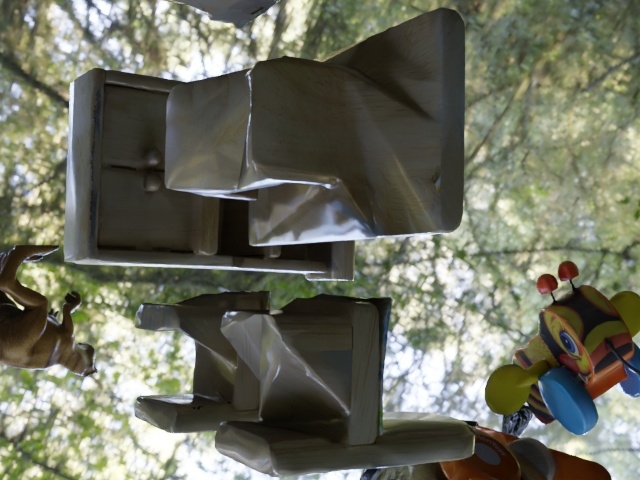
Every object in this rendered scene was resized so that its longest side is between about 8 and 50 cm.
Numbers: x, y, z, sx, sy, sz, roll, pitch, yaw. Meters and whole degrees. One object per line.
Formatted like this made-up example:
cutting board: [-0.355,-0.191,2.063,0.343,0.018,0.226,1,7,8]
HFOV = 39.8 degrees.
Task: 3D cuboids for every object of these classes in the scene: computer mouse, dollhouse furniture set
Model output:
computer mouse: [0.153,0.297,1.192,0.262,0.184,0.060,-15,-135,-21]
dollhouse furniture set: [-0.005,-0.055,0.646,0.256,0.362,0.394,3,176,-32]

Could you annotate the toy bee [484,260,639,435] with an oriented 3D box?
toy bee: [0.269,0.100,0.893,0.195,0.298,0.162,-25,-97,-35]

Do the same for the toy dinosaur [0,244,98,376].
toy dinosaur: [-0.210,0.060,0.596,0.064,0.112,0.211,-6,170,27]

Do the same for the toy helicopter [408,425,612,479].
toy helicopter: [0.259,0.308,0.973,0.355,0.140,0.235,29,-159,6]
